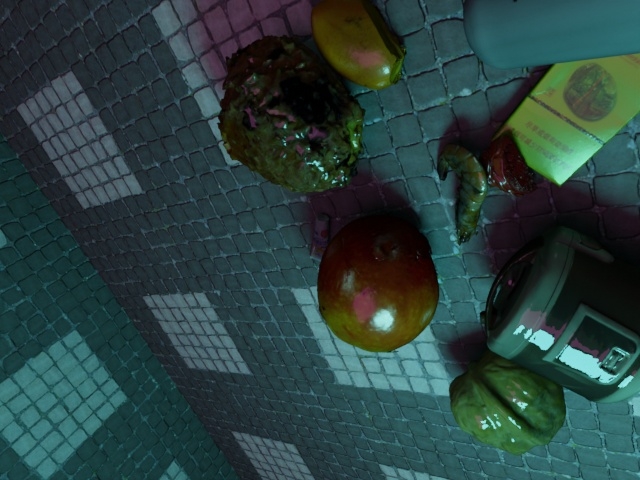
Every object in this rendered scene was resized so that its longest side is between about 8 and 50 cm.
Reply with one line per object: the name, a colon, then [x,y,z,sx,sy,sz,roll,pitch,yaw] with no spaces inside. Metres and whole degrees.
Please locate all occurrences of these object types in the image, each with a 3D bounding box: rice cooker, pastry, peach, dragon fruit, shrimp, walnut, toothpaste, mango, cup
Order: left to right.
pastry: [-0.080,-0.303,1.048,0.405,0.292,0.337,29,161,24]
toothpaste: [0.000,0.000,1.405,0.067,0.043,0.194,19,135,16]
mango: [0.080,-0.446,0.974,0.252,0.126,0.154,40,122,3]
peach: [0.160,0.115,1.191,0.370,0.370,0.370,17,129,22]
shrimp: [0.341,-0.112,1.079,0.296,0.058,0.169,80,164,-50]
dragon fruit: [0.404,-0.150,0.985,0.162,0.083,0.106,42,167,-28]
walnut: [0.531,0.453,1.240,0.277,0.253,0.282,38,131,-5]
rice cooker: [0.552,0.158,0.974,0.325,0.335,0.335,27,132,14]
cup: [0.407,-0.394,0.706,0.312,0.205,0.205,13,130,49]

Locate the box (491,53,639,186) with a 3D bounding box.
box: [0.524,-0.283,0.862,0.187,0.047,0.335,36,134,6]
